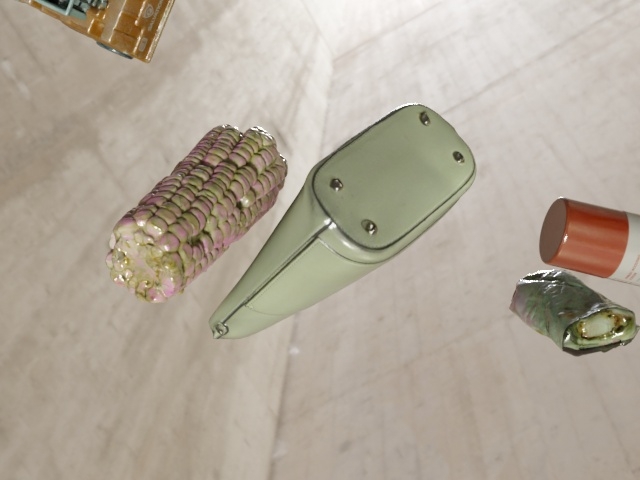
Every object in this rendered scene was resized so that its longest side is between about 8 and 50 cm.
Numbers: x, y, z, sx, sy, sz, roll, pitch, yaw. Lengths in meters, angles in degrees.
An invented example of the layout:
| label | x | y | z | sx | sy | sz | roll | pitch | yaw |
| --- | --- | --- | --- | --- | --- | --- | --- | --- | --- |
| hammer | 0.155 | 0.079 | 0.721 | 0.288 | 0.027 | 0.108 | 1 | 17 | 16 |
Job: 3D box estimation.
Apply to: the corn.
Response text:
| label | x | y | z | sx | sy | sz | roll | pitch | yaw |
| --- | --- | --- | --- | --- | --- | --- | --- | --- | --- |
| corn | -0.134 | -0.033 | 1.057 | 0.127 | 0.126 | 0.335 | -23 | -162 | 27 |

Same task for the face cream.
| label | x | y | z | sx | sy | sz | roll | pitch | yaw |
| --- | --- | --- | --- | --- | --- | --- | --- | --- | --- |
| face cream | 0.410 | 0.009 | 1.251 | 0.214 | 0.095 | 0.096 | 13 | -164 | -7 |

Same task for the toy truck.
| label | x | y | z | sx | sy | sz | roll | pitch | yaw |
| --- | --- | --- | --- | --- | --- | --- | --- | --- | --- |
| toy truck | -0.204 | -0.204 | 0.690 | 0.115 | 0.178 | 0.080 | 3 | 113 | -66 |

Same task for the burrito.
| label | x | y | z | sx | sy | sz | roll | pitch | yaw |
| --- | --- | --- | --- | --- | --- | --- | --- | --- | --- |
| burrito | 0.392 | 0.105 | 1.492 | 0.144 | 0.089 | 0.229 | -10 | -161 | -15 |

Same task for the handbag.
| label | x | y | z | sx | sy | sz | roll | pitch | yaw |
| --- | --- | --- | --- | --- | --- | --- | --- | --- | --- |
| handbag | 0.000 | 0.000 | 0.936 | 0.241 | 0.109 | 0.315 | -35 | 178 | -37 |
